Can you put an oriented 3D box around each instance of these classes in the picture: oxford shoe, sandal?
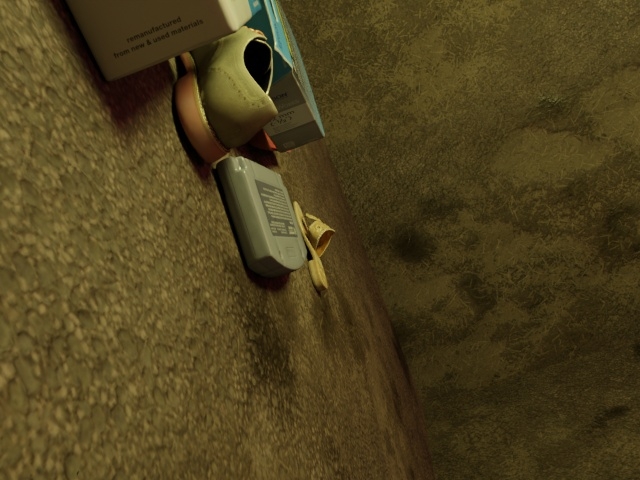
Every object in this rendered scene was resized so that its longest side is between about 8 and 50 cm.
[{"bbox_3d":[-0.144,-0.288,0.977,0.140,0.146,0.397,55,17,-51],"label":"oxford shoe"},{"bbox_3d":[0.002,0.002,1.463,0.088,0.079,0.240,54,19,-62],"label":"sandal"}]

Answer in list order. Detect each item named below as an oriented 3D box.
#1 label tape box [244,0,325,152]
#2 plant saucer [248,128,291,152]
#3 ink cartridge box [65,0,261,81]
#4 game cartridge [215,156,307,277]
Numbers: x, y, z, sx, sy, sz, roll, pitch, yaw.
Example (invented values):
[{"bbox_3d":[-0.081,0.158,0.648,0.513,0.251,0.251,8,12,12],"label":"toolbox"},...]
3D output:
[{"bbox_3d":[-0.104,-0.352,1.147,0.348,0.115,0.249,46,26,-71],"label":"label tape box"},{"bbox_3d":[-0.147,-0.309,1.331,0.259,0.047,0.258,-44,114,-79],"label":"plant saucer"},{"bbox_3d":[-0.226,-0.418,0.696,0.285,0.166,0.395,-89,158,-65],"label":"ink cartridge box"},{"bbox_3d":[-0.092,-0.033,1.067,0.294,0.060,0.196,4,63,-80],"label":"game cartridge"}]
